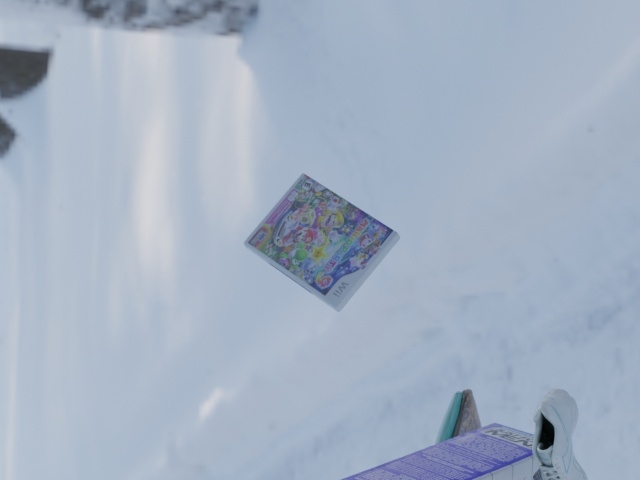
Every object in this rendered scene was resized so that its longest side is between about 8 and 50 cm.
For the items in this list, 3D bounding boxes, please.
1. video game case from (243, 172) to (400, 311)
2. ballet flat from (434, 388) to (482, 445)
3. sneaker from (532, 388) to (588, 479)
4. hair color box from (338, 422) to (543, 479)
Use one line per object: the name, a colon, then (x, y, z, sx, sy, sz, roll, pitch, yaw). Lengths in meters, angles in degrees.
video game case: (0.000, 0.000, 1.313, 0.122, 0.087, 0.011, 34, 168, 34)
ballet flat: (0.188, 0.369, 2.089, 0.107, 0.106, 0.316, -121, 52, -85)
sneaker: (0.260, 0.245, 1.643, 0.053, 0.061, 0.152, -6, 99, 34)
hair color box: (0.136, 0.338, 1.676, 0.110, 0.339, 0.185, 15, 106, 40)
